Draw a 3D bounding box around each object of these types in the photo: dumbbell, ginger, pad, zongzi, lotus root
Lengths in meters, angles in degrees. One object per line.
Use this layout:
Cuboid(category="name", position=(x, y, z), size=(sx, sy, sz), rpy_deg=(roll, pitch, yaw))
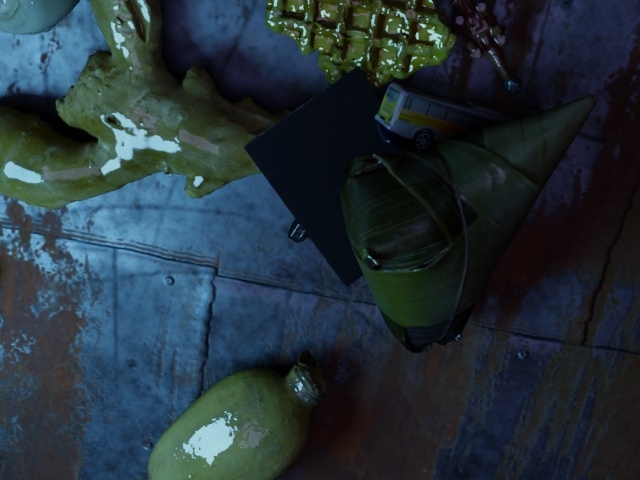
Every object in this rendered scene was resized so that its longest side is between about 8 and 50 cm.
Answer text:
Cuboid(category="dumbbell", position=(0.000, 0.000, 1.404), size=(0.083, 0.040, 0.036), rpy_deg=(32, 80, -8))
Cuboid(category="ginger", position=(-0.229, -0.133, 1.327), size=(0.348, 0.122, 0.363), rpy_deg=(40, 99, -2))
Cuboid(category="pad", position=(0.037, -0.071, 1.337), size=(0.170, 0.006, 0.245), rpy_deg=(-36, 121, 1))
Cuboid(category="zongzi", position=(0.199, -0.015, 1.303), size=(0.318, 0.154, 0.289), rpy_deg=(-23, 145, 2))
Cuboid(category="lotus root", position=(-0.118, 0.266, 1.466), size=(0.303, 0.131, 0.146), rpy_deg=(-37, 105, 16))

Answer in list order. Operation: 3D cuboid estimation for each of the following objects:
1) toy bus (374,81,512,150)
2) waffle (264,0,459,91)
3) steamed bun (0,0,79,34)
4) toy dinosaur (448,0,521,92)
Cuboid(category="toy bus", position=(0.153, -0.136, 1.306), size=(0.172, 0.057, 0.072), rpy_deg=(11, 109, -22))
Cuboid(category="waffle", position=(0.056, -0.302, 1.250), size=(0.291, 0.051, 0.291), rpy_deg=(7, 120, 13))
Cuboid(category="steamed bun", position=(-0.304, -0.412, 1.151), size=(0.219, 0.310, 0.324), rpy_deg=(-31, 87, -24))
Cuboid(category="toy dinosaur", position=(0.191, -0.239, 1.286), size=(0.049, 0.055, 0.154), rpy_deg=(-30, 98, 11))
